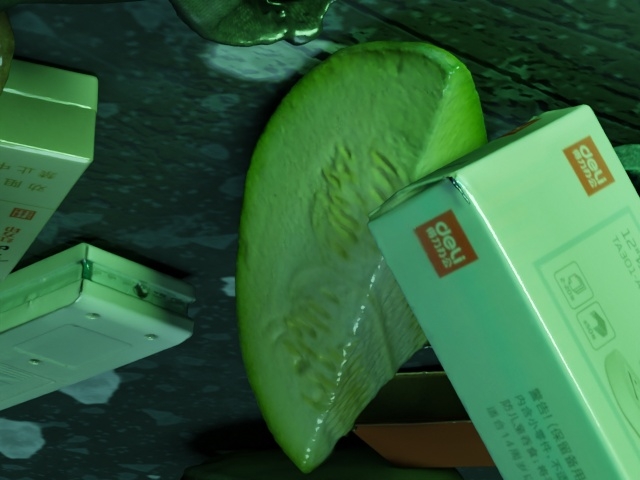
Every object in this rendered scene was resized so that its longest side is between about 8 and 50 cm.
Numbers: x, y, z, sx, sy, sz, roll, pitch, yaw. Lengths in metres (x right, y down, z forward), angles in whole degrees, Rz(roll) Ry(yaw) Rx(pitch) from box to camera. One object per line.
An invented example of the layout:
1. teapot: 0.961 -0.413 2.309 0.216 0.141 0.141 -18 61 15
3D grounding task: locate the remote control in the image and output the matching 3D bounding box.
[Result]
1. remote control: -0.222 0.070 1.354 0.277 0.055 0.103 -22 147 40

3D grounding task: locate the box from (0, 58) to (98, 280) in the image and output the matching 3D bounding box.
1. box: -0.225 -0.045 1.085 0.141 0.058 0.201 10 154 -19

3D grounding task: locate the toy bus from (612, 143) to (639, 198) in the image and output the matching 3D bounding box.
1. toy bus: 0.209 0.030 1.138 0.147 0.128 0.256 15 154 -22

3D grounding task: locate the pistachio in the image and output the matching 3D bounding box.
1. pistachio: 0.006 0.261 1.628 0.288 0.166 0.197 -3 163 12

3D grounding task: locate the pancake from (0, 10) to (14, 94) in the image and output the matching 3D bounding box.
1. pancake: -0.217 -0.097 0.953 0.115 0.011 0.115 -7 120 -12

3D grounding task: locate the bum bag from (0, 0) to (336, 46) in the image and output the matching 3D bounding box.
1. bum bag: -0.116 -0.138 0.840 0.326 0.079 0.142 1 153 4

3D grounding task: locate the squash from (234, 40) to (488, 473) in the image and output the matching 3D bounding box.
1. squash: 0.000 0.000 1.078 0.111 0.203 0.288 40 171 22

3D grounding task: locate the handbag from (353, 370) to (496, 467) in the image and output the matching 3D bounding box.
1. handbag: 0.132 0.146 1.499 0.190 0.062 0.127 -4 156 23

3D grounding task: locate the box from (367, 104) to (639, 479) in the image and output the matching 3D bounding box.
1. box: 0.143 0.069 0.975 0.135 0.269 0.079 -26 178 -45
